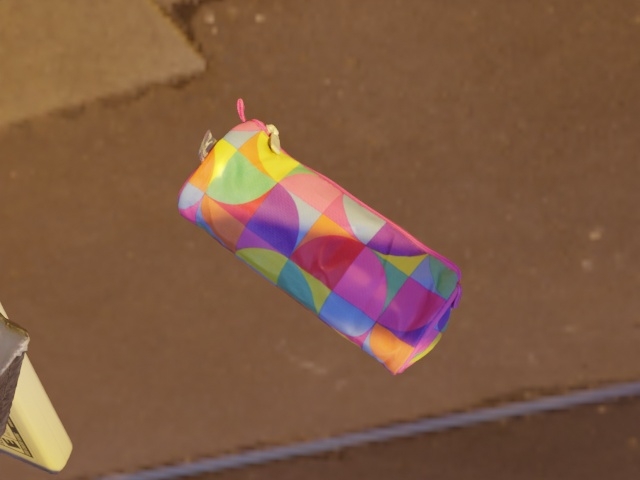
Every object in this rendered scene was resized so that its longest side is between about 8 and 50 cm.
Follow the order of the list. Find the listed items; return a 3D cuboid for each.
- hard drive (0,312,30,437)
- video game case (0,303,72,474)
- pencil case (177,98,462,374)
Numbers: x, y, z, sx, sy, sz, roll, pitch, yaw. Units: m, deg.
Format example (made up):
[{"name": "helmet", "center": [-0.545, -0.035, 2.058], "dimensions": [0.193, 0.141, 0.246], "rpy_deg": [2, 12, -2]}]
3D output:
[{"name": "hard drive", "center": [-0.199, -0.007, 0.445], "dimensions": [0.255, 0.054, 0.172], "rpy_deg": [30, 161, -4]}, {"name": "video game case", "center": [-0.225, 0.034, 0.862], "dimensions": [0.183, 0.023, 0.201], "rpy_deg": [19, 152, 18]}, {"name": "pencil case", "center": [0.000, 0.000, 1.333], "dimensions": [0.236, 0.104, 0.104], "rpy_deg": [38, 147, 6]}]
